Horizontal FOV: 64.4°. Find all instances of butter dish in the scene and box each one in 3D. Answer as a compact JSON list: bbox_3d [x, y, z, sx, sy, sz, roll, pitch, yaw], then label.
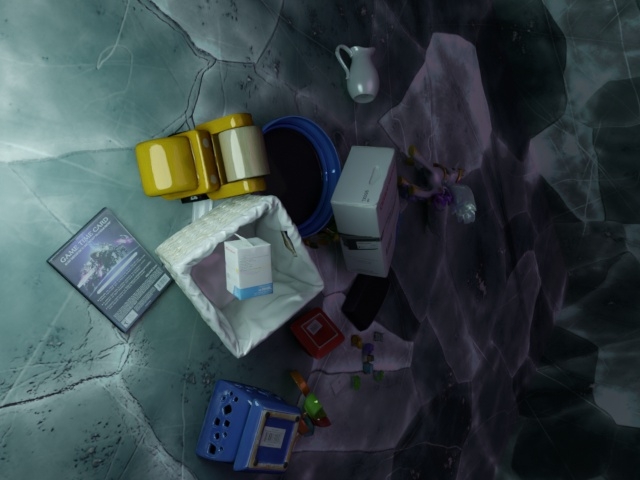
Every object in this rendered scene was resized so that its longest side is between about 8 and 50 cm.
[{"bbox_3d":[-0.025,0.346,1.808,0.160,0.118,0.160,-29,71,-40],"label":"butter dish"}]

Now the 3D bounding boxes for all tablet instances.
[{"bbox_3d":[0.075,0.560,1.988,0.083,0.006,0.054,-38,117,-39],"label":"tablet"}]

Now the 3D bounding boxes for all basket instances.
[{"bbox_3d":[-0.225,0.074,1.422,0.331,0.266,0.329,-38,119,-19],"label":"basket"}]

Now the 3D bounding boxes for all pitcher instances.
[{"bbox_3d":[0.139,-0.646,1.956,0.177,0.125,0.207,2,79,-26],"label":"pitcher"}]

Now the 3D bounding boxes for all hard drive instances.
[{"bbox_3d":[0.195,0.226,2.069,0.172,0.054,0.255,52,56,-34],"label":"hard drive"}]

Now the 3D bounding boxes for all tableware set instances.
[{"bbox_3d":[0.000,0.000,1.792,0.104,0.154,0.024,32,57,-39],"label":"tableware set"}]

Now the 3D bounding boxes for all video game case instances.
[{"bbox_3d":[-0.536,0.080,1.327,0.196,0.026,0.274,-54,125,-31],"label":"video game case"}]

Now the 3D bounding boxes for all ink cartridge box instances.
[{"bbox_3d":[0.177,-0.101,1.834,0.395,0.166,0.286,75,29,-49],"label":"ink cartridge box"},{"bbox_3d":[-0.175,0.057,1.235,0.089,0.092,0.143,-8,106,-29],"label":"ink cartridge box"}]

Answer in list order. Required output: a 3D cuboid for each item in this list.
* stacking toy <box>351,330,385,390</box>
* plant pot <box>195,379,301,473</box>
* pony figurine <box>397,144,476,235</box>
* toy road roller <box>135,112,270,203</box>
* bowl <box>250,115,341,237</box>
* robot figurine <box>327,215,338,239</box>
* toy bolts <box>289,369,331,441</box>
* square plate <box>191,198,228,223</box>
[{"bbox_3d":[0.193,0.485,2.082,0.166,0.052,0.222,-1,94,-44],"label":"stacking toy"},{"bbox_3d":[-0.204,0.578,1.552,0.236,0.212,0.236,30,71,-43],"label":"plant pot"},{"bbox_3d":[0.520,-0.227,2.275,0.363,0.302,0.352,11,74,-31],"label":"pony figurine"},{"bbox_3d":[-0.320,-0.200,1.327,0.240,0.329,0.203,-21,101,-60],"label":"toy road roller"},{"bbox_3d":[-0.095,-0.203,1.651,0.390,0.077,0.392,-4,96,-42],"label":"bowl"},{"bbox_3d":[0.072,-0.049,1.924,0.115,0.067,0.101,-50,126,-34],"label":"robot figurine"},{"bbox_3d":[-0.082,0.590,1.749,0.158,0.218,0.229,-33,138,-12],"label":"toy bolts"},{"bbox_3d":[-0.245,-0.129,1.607,0.343,0.049,0.348,3,90,-46],"label":"square plate"}]
